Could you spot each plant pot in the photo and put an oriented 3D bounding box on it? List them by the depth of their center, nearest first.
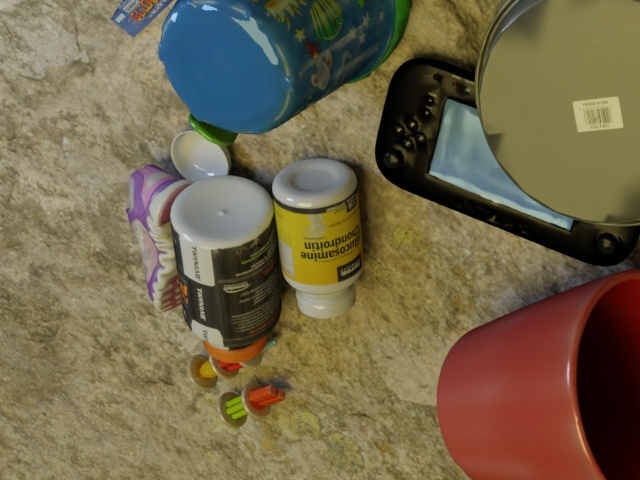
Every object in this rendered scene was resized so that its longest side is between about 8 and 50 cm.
[{"bbox_3d":[0.282,0.182,1.900,0.243,0.275,0.275,-12,115,47],"label":"plant pot"}]

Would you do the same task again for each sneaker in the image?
[{"bbox_3d":[-0.205,-0.009,2.172,0.104,0.095,0.236,38,146,29],"label":"sneaker"}]

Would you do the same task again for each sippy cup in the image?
[{"bbox_3d":[-0.052,-0.234,1.813,0.240,0.224,0.305,9,126,26],"label":"sippy cup"}]

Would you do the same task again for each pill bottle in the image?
[{"bbox_3d":[0.000,0.000,2.034,0.103,0.103,0.184,12,128,25],"label":"pill bottle"},{"bbox_3d":[-0.115,0.046,2.111,0.130,0.130,0.245,19,139,20],"label":"pill bottle"}]

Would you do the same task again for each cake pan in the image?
[{"bbox_3d":[0.293,-0.143,1.740,0.293,0.054,0.293,10,115,21],"label":"cake pan"}]

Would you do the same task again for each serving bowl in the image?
[{"bbox_3d":[-0.146,-0.107,2.099,0.083,0.027,0.083,16,129,21],"label":"serving bowl"}]

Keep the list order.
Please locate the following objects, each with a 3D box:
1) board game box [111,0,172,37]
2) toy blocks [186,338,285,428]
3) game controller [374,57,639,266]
[{"bbox_3d":[-0.145,-0.324,1.819,0.035,0.201,0.136,38,135,-17],"label":"board game box"},{"bbox_3d":[-0.095,0.184,2.264,0.148,0.054,0.123,-28,104,42],"label":"toy blocks"},{"bbox_3d":[0.214,-0.090,1.861,0.319,0.067,0.166,22,131,16],"label":"game controller"}]
